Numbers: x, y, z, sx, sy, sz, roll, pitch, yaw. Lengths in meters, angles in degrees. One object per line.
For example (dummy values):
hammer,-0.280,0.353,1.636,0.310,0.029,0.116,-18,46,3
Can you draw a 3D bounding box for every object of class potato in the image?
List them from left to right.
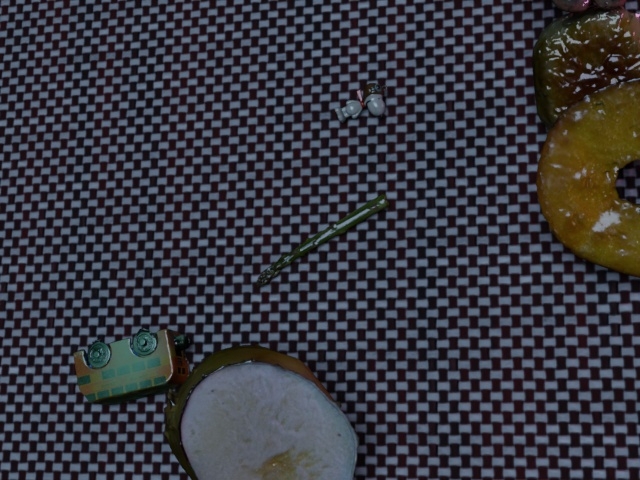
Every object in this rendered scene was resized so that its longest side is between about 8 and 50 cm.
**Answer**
potato,-0.083,0.289,1.502,0.246,0.196,0.300,-27,100,-6

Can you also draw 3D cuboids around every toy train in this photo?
toy train,-0.294,0.197,1.630,0.188,0.072,0.099,-14,73,12

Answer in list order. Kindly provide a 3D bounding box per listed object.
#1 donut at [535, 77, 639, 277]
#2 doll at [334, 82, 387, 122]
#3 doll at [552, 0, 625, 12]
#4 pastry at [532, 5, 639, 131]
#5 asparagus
donut,0.452,-0.090,1.433,0.302,0.110,0.303,3,105,12
doll,0.066,-0.220,1.649,0.085,0.040,0.058,-5,86,14
doll,0.366,-0.412,1.536,0.201,0.156,0.303,3,51,-4
pastry,0.398,-0.242,1.510,0.182,0.093,0.193,-16,103,14
asparagus,0.000,0.000,1.622,0.248,0.025,0.024,-32,114,6
